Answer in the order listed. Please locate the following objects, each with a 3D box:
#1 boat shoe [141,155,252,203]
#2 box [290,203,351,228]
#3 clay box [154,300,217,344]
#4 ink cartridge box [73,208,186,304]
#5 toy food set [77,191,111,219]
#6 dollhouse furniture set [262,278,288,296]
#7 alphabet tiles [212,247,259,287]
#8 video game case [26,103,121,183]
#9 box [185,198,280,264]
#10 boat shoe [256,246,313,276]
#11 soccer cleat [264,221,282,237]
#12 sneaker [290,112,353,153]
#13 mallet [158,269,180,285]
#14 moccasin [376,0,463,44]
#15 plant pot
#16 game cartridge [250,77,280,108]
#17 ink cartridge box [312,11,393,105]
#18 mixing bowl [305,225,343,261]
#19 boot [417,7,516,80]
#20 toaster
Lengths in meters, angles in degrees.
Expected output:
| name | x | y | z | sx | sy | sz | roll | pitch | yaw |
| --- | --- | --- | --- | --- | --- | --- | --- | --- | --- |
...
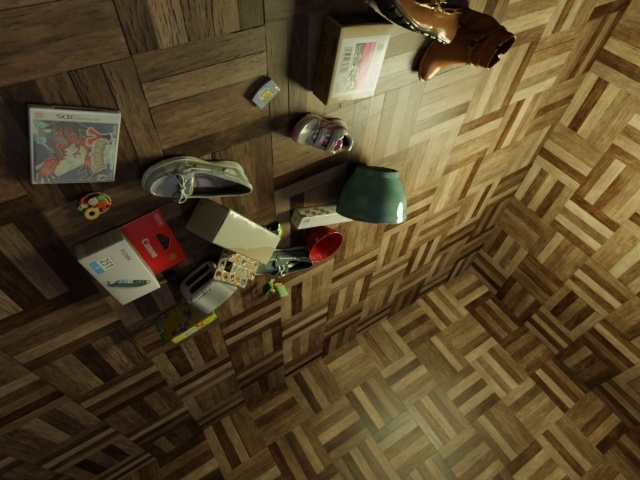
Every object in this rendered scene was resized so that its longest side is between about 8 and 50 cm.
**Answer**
| name | x | y | z | sx | sy | sz | roll | pitch | yaw |
| --- | --- | --- | --- | --- | --- | --- | --- | --- | --- |
| boat shoe | -0.355 | -0.172 | 1.204 | 0.320 | 0.103 | 0.118 | -7 | 138 | -43 |
| box | 0.021 | -0.109 | 1.748 | 0.324 | 0.063 | 0.067 | -11 | 142 | -39 |
| clay box | -0.546 | 0.318 | 1.650 | 0.222 | 0.127 | 0.053 | -31 | 151 | -11 |
| ink cartridge box | -0.585 | 0.061 | 1.316 | 0.261 | 0.066 | 0.296 | -28 | 149 | -16 |
| toy food set | -0.613 | -0.097 | 1.108 | 0.083 | 0.020 | 0.082 | -28 | 149 | -17 |
| dollhouse furniture set | -0.206 | 0.223 | 1.947 | 0.152 | 0.076 | 0.058 | 6 | 129 | -50 |
| alphabet tiles | -0.311 | 0.077 | 1.585 | 0.237 | 0.009 | 0.198 | 34 | 71 | -60 |
| video game case | -0.581 | -0.222 | 0.968 | 0.183 | 0.023 | 0.201 | -10 | 140 | -40 |
| box | -0.291 | -0.027 | 1.407 | 0.121 | 0.148 | 0.311 | -63 | 148 | -3 |
| boat shoe | -0.168 | 0.104 | 1.798 | 0.320 | 0.099 | 0.116 | -12 | 141 | -39 |
| soccer cleat | -0.226 | -0.013 | 1.609 | 0.179 | 0.060 | 0.072 | -36 | 138 | -33 |
| sneaker | 0.018 | -0.350 | 1.361 | 0.252 | 0.111 | 0.103 | -12 | 141 | -38 |
| mallet | -0.603 | 0.170 | 1.482 | 0.190 | 0.039 | 0.062 | -27 | 151 | -11 |
| moccasin | 0.303 | -0.685 | 1.188 | 0.380 | 0.139 | 0.147 | -6 | 131 | -40 |
| plant pot | 0.218 | -0.199 | 1.664 | 0.293 | 0.293 | 0.196 | -10 | 114 | -40 |
| game cartridge | -0.160 | -0.421 | 1.165 | 0.083 | 0.017 | 0.056 | -44 | 146 | 9 |
| ink cartridge box | 0.091 | -0.536 | 1.210 | 0.193 | 0.088 | 0.234 | -20 | 145 | -27 |
| mixing bowl | 0.000 | 0.000 | 1.841 | 0.181 | 0.098 | 0.181 | -28 | 149 | -19 |
| boot | 0.491 | -0.627 | 1.388 | 0.283 | 0.220 | 0.109 | -46 | 150 | 13 |
| toaster | -0.428 | 0.175 | 1.582 | 0.227 | 0.129 | 0.146 | -39 | 148 | -2 |
